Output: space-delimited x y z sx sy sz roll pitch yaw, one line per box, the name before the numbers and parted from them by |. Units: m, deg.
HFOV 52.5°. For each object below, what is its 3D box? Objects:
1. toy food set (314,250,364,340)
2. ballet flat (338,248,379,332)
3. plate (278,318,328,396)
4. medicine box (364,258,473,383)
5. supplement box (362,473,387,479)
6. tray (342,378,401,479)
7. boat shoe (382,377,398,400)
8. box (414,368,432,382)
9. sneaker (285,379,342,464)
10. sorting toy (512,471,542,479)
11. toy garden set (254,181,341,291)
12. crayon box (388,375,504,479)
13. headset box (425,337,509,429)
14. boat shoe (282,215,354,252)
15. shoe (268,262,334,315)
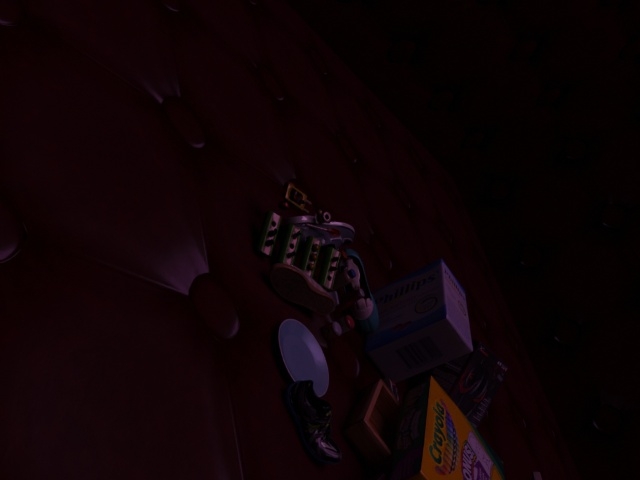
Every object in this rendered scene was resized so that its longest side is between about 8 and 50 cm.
toy food set | 0.053 0.148 1.703 0.111 0.104 0.232 39 30 -42
ballet flat | 0.099 0.143 1.799 0.087 0.083 0.248 3 69 -86
plate | -0.044 0.266 1.461 0.188 0.024 0.188 47 25 -30
medicine box | 0.280 0.232 1.881 0.149 0.263 0.289 52 23 -22
supplement box | 0.123 0.598 1.344 0.104 0.080 0.188 -3 66 -65
tray | 0.220 0.557 1.571 0.411 0.076 0.203 53 23 -3
boat shoe | 0.187 0.428 1.738 0.043 0.049 0.137 52 19 -25
box | 0.338 0.373 2.040 0.203 0.114 0.103 49 25 -30
sneaker | -0.005 0.375 1.339 0.188 0.078 0.067 63 22 4
sorting toy | 0.628 0.884 1.967 0.255 0.089 0.257 -65 156 -69
toy garden set | -0.030 -0.015 1.621 0.244 0.049 0.204 30 62 -31
crayon box | 0.306 0.546 1.519 0.313 0.106 0.363 51 23 -9
headset box | 0.414 0.450 1.940 0.110 0.293 0.218 21 -14 49
boat shoe | 0.000 0.000 1.791 0.319 0.116 0.099 12 70 -60
shoe | -0.053 0.114 1.574 0.219 0.076 0.058 40 5 -38
